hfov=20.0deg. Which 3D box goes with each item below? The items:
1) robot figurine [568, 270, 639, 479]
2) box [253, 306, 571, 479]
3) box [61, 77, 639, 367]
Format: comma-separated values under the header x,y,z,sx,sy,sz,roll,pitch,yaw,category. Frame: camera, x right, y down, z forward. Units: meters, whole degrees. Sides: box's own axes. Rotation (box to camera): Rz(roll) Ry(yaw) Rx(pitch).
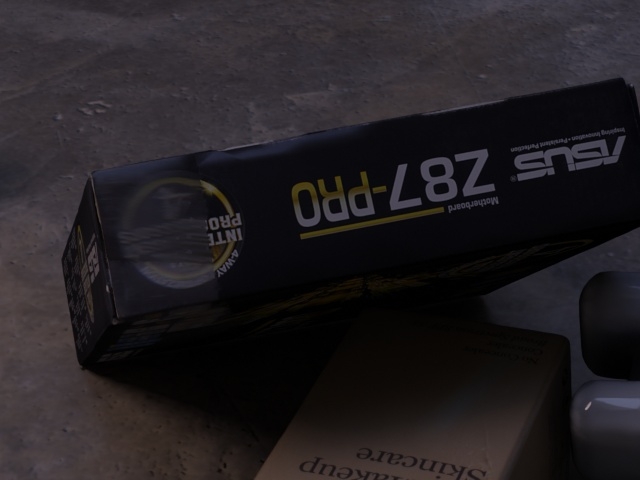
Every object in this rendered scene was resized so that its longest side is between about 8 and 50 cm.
x,y,z,sx,sy,sz,roll,pitch,yaw,category
0.330,0.098,1.090,0.354,0.200,0.299,3,70,11,robot figurine
0.041,0.176,1.057,0.148,0.121,0.311,7,32,18,box
0.000,0.000,1.176,0.318,0.097,0.395,-8,-6,-12,box
